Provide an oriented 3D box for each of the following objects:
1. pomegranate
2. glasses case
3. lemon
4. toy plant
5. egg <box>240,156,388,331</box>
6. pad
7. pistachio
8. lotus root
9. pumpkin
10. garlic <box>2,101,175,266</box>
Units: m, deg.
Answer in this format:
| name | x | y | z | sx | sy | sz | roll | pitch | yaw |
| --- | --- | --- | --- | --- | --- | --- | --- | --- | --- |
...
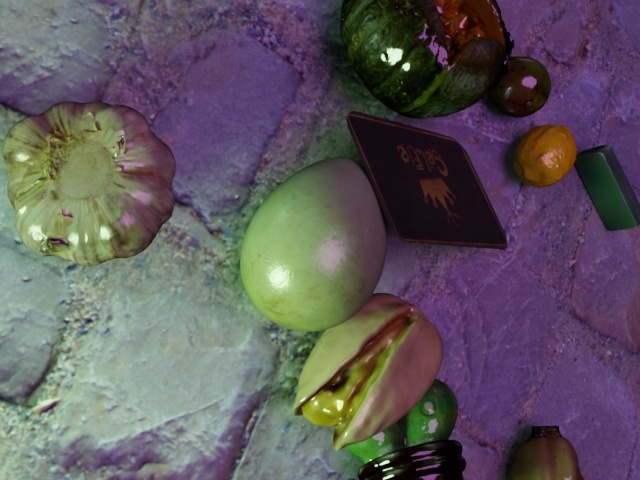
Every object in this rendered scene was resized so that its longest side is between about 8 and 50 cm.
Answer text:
| name | x | y | z | sx | sy | sz | roll | pitch | yaw |
| --- | --- | --- | --- | --- | --- | --- | --- | --- | --- |
| pomegranate | 0.383 | -0.301 | 1.491 | 0.130 | 0.130 | 0.130 | 3 | 84 | -28 |
| glasses case | 0.607 | -0.109 | 1.609 | 0.039 | 0.077 | 0.184 | -37 | 103 | -30 |
| lemon | 0.444 | -0.170 | 1.507 | 0.114 | 0.114 | 0.155 | 50 | 61 | -15 |
| toy plant | 0.151 | 0.350 | 1.274 | 0.218 | 0.175 | 0.235 | -5 | 62 | -23 |
| egg | 0.000 | 0.000 | 1.188 | 0.218 | 0.218 | 0.295 | 37 | 62 | -21 |
| pad | 0.199 | -0.139 | 1.304 | 0.375 | 0.063 | 0.315 | 3 | 59 | -50 |
| pistachio | 0.078 | 0.203 | 1.226 | 0.299 | 0.187 | 0.187 | -39 | 104 | -37 |
| lotus root | 0.433 | 0.477 | 1.424 | 0.154 | 0.140 | 0.257 | 4 | 73 | -15 |
| pumpkin | 0.177 | -0.358 | 1.314 | 0.320 | 0.192 | 0.320 | 15 | 62 | -30 |
| garlic | -0.318 | -0.078 | 1.062 | 0.245 | 0.160 | 0.245 | 1 | 80 | -7 |
